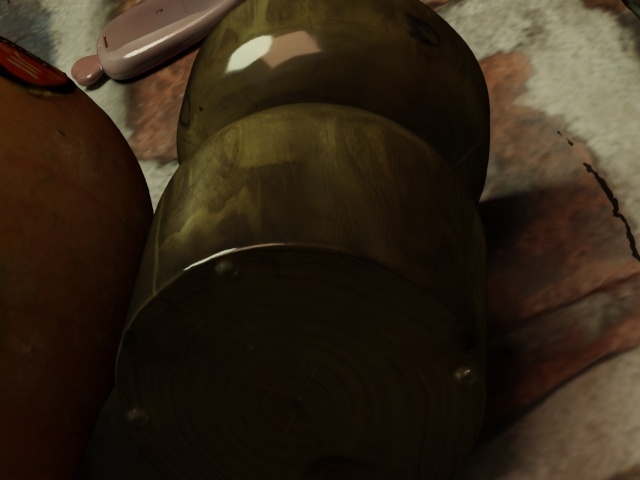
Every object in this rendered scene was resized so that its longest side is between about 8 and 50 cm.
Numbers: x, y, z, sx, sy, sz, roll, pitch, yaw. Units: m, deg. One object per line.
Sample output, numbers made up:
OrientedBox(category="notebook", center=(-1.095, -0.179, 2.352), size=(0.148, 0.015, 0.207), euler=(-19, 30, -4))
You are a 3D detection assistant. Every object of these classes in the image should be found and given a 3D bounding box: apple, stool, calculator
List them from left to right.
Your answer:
OrientedBox(category="apple", center=(-0.268, 0.019, 1.014), size=(0.338, 0.305, 0.338), euler=(-48, 25, 32))
OrientedBox(category="calculator", center=(-0.131, -0.174, 1.515), size=(0.166, 0.024, 0.103), euler=(-28, 30, 3))
OrientedBox(category="stool", center=(0.000, 0.000, 0.976), size=(0.179, 0.179, 0.264), euler=(-20, 32, 19))

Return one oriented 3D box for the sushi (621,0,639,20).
OrientedBox(category="sushi", center=(0.266, -0.208, 1.100), size=(0.225, 0.136, 0.126), euler=(-23, 22, 22))
